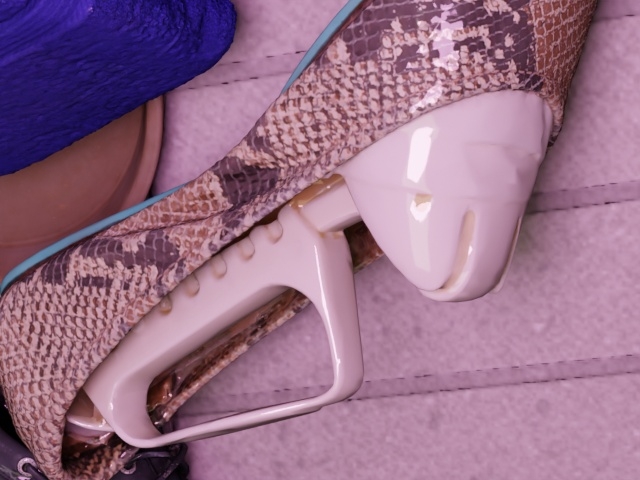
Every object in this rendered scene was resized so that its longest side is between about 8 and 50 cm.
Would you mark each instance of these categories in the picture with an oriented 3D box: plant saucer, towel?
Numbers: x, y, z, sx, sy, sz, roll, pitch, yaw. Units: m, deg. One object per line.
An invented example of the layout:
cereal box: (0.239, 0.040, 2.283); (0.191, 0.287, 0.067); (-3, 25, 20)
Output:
plant saucer: (-0.222, -0.101, 1.250); (0.278, 0.041, 0.278); (7, 112, 18)
towel: (-0.212, -0.111, 1.062); (0.227, 0.308, 0.076); (-24, 75, 26)

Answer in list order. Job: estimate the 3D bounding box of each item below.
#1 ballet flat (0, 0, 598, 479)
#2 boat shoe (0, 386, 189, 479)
ballet flat: (0.000, 0.000, 1.124); (0.483, 0.164, 0.182); (-36, 59, 26)
boat shoe: (-0.145, 0.155, 1.282); (0.340, 0.127, 0.113); (22, 93, 13)
